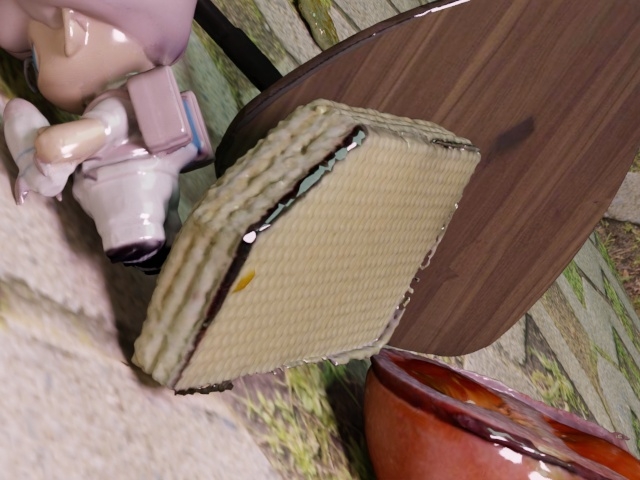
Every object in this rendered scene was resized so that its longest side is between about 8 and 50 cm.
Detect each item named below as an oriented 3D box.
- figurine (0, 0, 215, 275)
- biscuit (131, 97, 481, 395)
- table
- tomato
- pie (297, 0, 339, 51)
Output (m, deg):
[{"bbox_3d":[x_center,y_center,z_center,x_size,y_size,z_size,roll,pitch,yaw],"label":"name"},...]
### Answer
[{"bbox_3d":[-0.107,-0.096,0.606,0.137,0.112,0.229,25,49,-71],"label":"figurine"},{"bbox_3d":[0.000,0.000,0.668,0.052,0.150,0.252,30,14,22],"label":"biscuit"},{"bbox_3d":[0.032,-0.119,0.884,0.317,0.317,0.249,44,10,-44],"label":"table"},{"bbox_3d":[0.118,0.158,0.805,0.228,0.112,0.199,25,6,1],"label":"tomato"},{"bbox_3d":[-0.002,-0.227,1.277,0.085,0.017,0.085,54,18,-26],"label":"pie"}]
